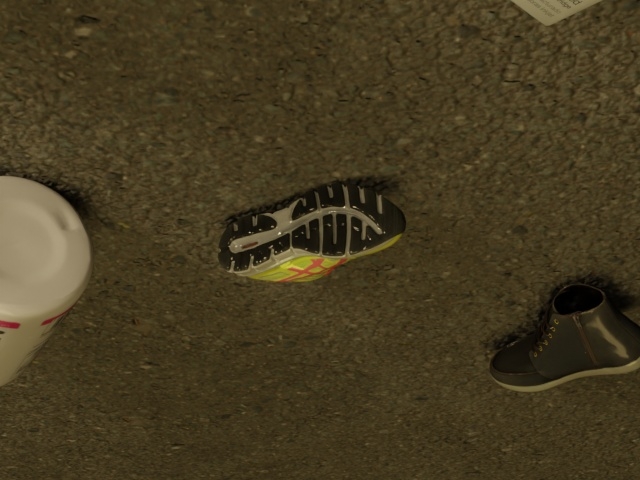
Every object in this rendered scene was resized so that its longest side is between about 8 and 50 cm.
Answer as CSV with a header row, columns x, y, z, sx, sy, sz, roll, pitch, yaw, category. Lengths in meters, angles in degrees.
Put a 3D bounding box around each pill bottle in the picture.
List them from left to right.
x,y,z,sx,sy,sz,roll,pitch,yaw,category
-0.363,0.066,1.131,0.160,0.160,0.283,16,144,-25,pill bottle

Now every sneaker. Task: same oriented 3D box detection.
x,y,z,sx,sy,sz,roll,pitch,yaw,category
0.000,0.000,1.120,0.208,0.081,0.094,-10,154,27,sneaker
0.288,0.116,1.318,0.222,0.083,0.118,-19,125,39,sneaker

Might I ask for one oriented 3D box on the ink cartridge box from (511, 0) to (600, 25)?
x,y,z,sx,sy,sz,roll,pitch,yaw,category
0.185,-0.244,0.682,0.153,0.087,0.208,25,150,-34,ink cartridge box
